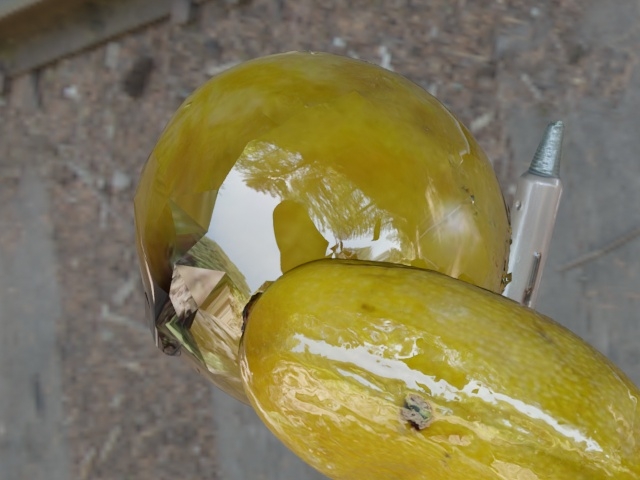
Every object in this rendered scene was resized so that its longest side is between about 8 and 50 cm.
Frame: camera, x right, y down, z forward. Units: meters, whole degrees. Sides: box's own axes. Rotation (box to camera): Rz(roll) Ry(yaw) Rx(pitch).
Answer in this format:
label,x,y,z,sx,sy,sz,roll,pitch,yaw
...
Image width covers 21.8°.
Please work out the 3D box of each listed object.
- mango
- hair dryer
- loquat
label,x,y,z,sx,sy,sz,roll,pitch,yaw
mango,0.081,0.086,0.829,0.262,0.157,0.109,23,61,8
hair dryer,0.166,0.028,1.259,0.054,0.195,0.220,19,86,58
loquat,0.000,0.000,1.012,0.235,0.235,0.235,-3,86,42
